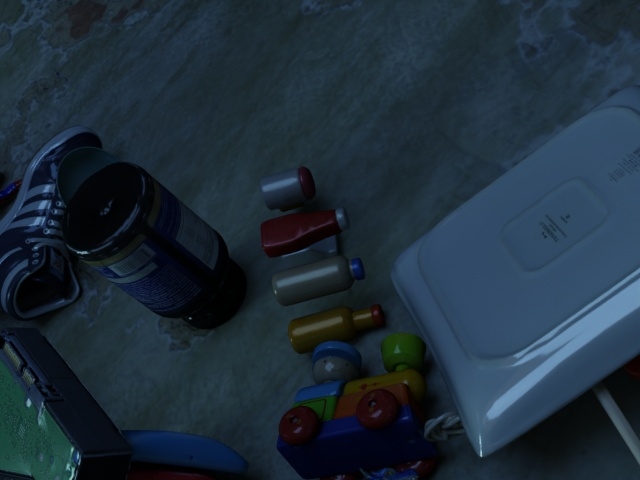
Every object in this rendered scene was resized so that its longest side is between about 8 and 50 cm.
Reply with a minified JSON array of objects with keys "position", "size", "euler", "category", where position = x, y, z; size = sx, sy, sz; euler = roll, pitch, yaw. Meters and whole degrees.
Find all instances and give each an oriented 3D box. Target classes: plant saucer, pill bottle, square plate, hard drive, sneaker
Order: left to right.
[{"position":[-0.304,0.289,1.169],"size":[0.237,0.064,0.339],"euler":[37,115,45],"category":"hard drive"},{"position":[-0.359,-0.018,1.572],"size":[0.153,0.099,0.282],"euler":[27,79,43],"category":"sneaker"},{"position":[-0.305,-0.068,1.560],"size":[0.021,0.119,0.119],"euler":[-29,44,45],"category":"plant saucer"},{"position":[-0.183,0.015,1.336],"size":[0.123,0.219,0.123],"euler":[-18,51,25],"category":"pill bottle"},{"position":[0.231,-0.001,1.096],"size":[0.344,0.049,0.347],"euler":[-37,27,8],"category":"square plate"}]

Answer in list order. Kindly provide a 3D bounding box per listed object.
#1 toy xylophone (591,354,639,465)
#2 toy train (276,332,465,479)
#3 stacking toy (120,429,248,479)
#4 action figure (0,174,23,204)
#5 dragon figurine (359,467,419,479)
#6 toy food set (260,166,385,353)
[{"position":[0.354,0.118,0.955],"size":[0.236,0.081,0.323],"euler":[-30,43,13],"category":"toy xylophone"},{"position":[0.084,0.151,1.146],"size":[0.248,0.105,0.143],"euler":[-16,39,26],"category":"toy train"},{"position":[-0.192,0.349,1.185],"size":[0.165,0.175,0.302],"euler":[-10,70,48],"category":"stacking toy"},{"position":[-0.482,-0.080,1.656],"size":[0.139,0.091,0.280],"euler":[-41,15,10],"category":"action figure"},{"position":[-0.014,0.323,1.095],"size":[0.289,0.085,0.144],"euler":[-30,45,10],"category":"dragon figurine"},{"position":[0.000,0.000,1.296],"size":[0.104,0.111,0.232],"euler":[-15,51,12],"category":"toy food set"}]
